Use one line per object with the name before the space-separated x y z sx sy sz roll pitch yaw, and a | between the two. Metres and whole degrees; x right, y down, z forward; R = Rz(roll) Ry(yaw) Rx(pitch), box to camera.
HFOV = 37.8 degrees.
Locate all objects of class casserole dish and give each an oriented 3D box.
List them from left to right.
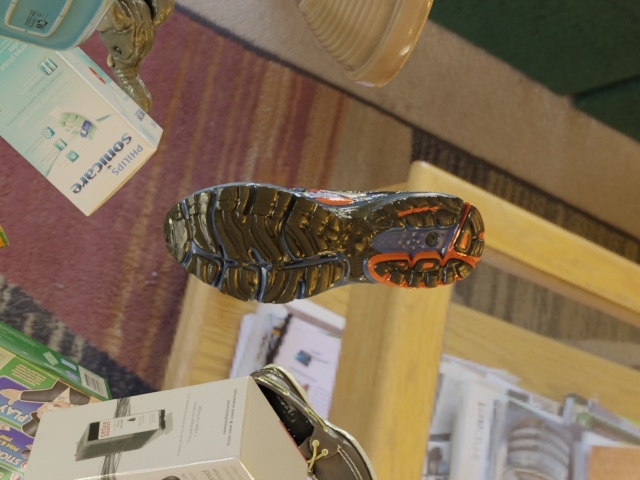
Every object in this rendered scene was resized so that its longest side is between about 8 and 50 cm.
casserole dish | -0.213 -0.191 0.711 0.114 0.188 0.037 12 75 -26

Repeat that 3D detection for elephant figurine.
elephant figurine | -0.312 -0.359 1.471 0.169 0.186 0.239 -42 68 -9

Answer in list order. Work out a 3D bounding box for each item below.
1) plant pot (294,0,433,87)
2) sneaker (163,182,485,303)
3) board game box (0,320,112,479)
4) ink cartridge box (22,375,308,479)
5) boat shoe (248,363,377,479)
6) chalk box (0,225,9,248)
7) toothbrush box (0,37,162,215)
plant pot | 0.040 -0.293 1.013 0.110 0.237 0.237 11 77 -16
sneaker | 0.000 0.000 0.663 0.221 0.087 0.083 4 95 -10
board game box | -0.391 0.152 0.901 0.213 0.046 0.317 -41 131 9
ink cartridge box | -0.087 0.138 0.545 0.056 0.135 0.099 -87 158 -45
boat shoe | -0.020 0.262 1.222 0.228 0.081 0.069 46 21 14
chalk box | -0.587 -0.094 1.270 0.180 0.179 0.289 -32 66 -19
toothbrush box | -0.350 -0.190 1.191 0.126 0.216 0.295 -43 103 4
